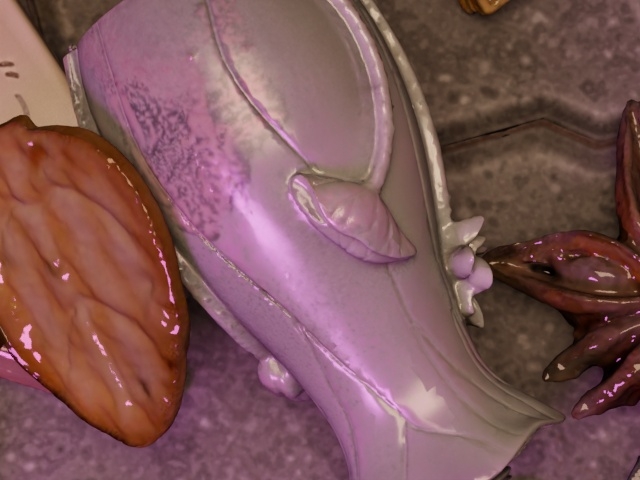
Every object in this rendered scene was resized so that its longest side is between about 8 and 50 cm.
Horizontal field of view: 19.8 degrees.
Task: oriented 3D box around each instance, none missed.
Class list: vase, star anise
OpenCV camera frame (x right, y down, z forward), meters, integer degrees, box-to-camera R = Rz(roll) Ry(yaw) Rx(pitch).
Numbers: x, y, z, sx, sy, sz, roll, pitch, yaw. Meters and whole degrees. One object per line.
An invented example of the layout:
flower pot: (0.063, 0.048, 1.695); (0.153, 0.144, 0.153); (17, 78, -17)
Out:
vase: (0.000, 0.000, 1.358); (0.250, 0.250, 0.445); (-29, 87, -2)
star anise: (0.291, 0.063, 1.395); (0.349, 0.109, 0.292); (22, 90, 16)

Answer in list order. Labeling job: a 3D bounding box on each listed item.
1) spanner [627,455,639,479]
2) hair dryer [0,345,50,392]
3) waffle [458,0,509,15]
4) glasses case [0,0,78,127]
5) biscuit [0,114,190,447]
spanner: (0.338, 0.299, 1.397); (0.093, 0.026, 0.325); (-33, 83, -1)
hair dryer: (-0.277, 0.087, 1.427); (0.344, 0.107, 0.189); (17, 83, -1)
waffle: (0.126, -0.263, 1.454); (0.102, 0.042, 0.148); (-34, 105, -2)
glasses case: (-0.311, -0.171, 1.469); (0.144, 0.076, 0.336); (-35, 82, -3)
biscuit: (-0.176, 0.032, 1.341); (0.203, 0.041, 0.260); (-18, 100, 33)
